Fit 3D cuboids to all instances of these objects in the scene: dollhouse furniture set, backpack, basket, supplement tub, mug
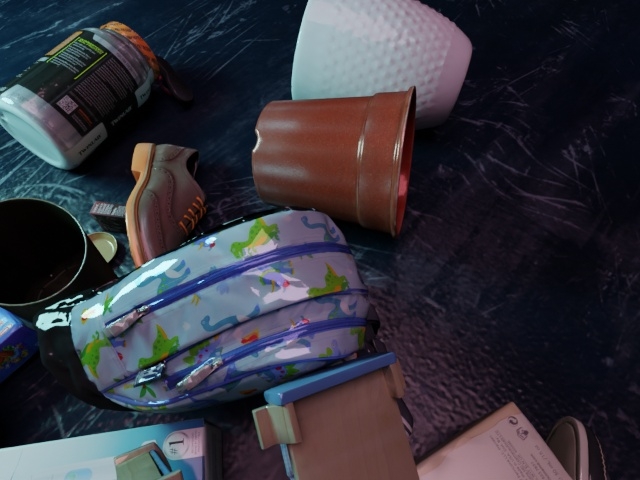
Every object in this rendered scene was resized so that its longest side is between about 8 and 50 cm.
[{"bbox_3d":[-0.028,0.297,0.444,0.303,0.198,0.286,-12,80,-29],"label":"dollhouse furniture set"},{"bbox_3d":[-0.113,0.097,0.555,0.355,0.290,0.273,-38,66,4],"label":"backpack"},{"bbox_3d":[-0.409,0.067,0.666,0.204,0.227,0.154,28,63,15],"label":"basket"},{"bbox_3d":[-0.515,-0.325,0.922,0.194,0.193,0.316,25,62,14],"label":"supplement tub"},{"bbox_3d":[0.146,-0.402,0.950,0.328,0.276,0.374,18,30,4],"label":"mug"}]

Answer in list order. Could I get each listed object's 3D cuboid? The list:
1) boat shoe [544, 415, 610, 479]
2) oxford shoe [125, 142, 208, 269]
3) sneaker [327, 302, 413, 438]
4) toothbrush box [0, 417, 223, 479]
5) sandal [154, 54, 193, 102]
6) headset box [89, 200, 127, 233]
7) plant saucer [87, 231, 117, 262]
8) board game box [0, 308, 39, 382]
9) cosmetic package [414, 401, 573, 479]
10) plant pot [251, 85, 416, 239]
[{"bbox_3d":[0.339,0.407,0.520,0.113,0.127,0.340,14,62,7],"label":"boat shoe"},{"bbox_3d":[-0.284,-0.053,0.800,0.133,0.130,0.363,-6,59,-11],"label":"oxford shoe"},{"bbox_3d":[0.050,0.156,0.670,0.127,0.126,0.321,-38,64,-14],"label":"sneaker"},{"bbox_3d":[-0.282,0.370,0.541,0.296,0.126,0.216,-8,60,-5],"label":"toothbrush box"},{"bbox_3d":[-0.372,-0.391,1.044,0.040,0.067,0.179,-46,63,20],"label":"sandal"},{"bbox_3d":[-0.404,-0.044,0.828,0.083,0.062,0.032,7,58,3],"label":"headset box"},{"bbox_3d":[-0.435,0.022,0.815,0.083,0.015,0.083,0,59,0],"label":"plant saucer"},{"bbox_3d":[-0.655,0.202,0.658,0.233,0.078,0.347,37,69,19],"label":"board game box"},{"bbox_3d":[0.139,0.346,0.538,0.309,0.160,0.113,-24,61,-15],"label":"cosmetic package"},{"bbox_3d":[0.031,-0.153,0.795,0.265,0.272,0.272,8,59,14],"label":"plant pot"}]
